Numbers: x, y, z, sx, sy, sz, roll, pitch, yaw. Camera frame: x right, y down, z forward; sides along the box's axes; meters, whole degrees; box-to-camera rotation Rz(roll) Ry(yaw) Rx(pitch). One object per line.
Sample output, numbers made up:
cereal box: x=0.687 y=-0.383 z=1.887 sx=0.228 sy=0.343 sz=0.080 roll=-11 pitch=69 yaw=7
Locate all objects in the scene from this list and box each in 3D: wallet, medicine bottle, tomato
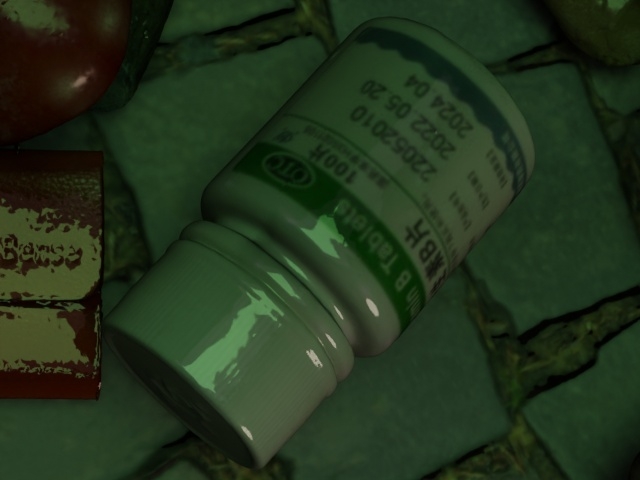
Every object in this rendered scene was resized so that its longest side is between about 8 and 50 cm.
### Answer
wallet: x=-0.219 y=0.016 z=0.723 sx=0.204 sy=0.045 sz=0.142 roll=2 pitch=77 yaw=-14
medicine bottle: x=0.000 y=0.000 z=0.734 sx=0.139 sy=0.139 sz=0.237 roll=43 pitch=70 yaw=-2
tomato: x=-0.183 y=-0.137 z=0.704 sx=0.174 sy=0.082 sz=0.166 roll=6 pitch=72 yaw=27

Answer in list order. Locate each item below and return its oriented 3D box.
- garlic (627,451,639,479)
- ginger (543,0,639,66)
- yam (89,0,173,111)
garlic: x=0.243 y=0.159 z=0.783 sx=0.147 sy=0.102 sz=0.159 roll=34 pitch=83 yaw=-19
ginger: x=0.100 y=-0.248 z=0.849 sx=0.333 sy=0.081 sz=0.148 roll=31 pitch=88 yaw=-5
yam: x=-0.114 y=-0.169 z=0.775 sx=0.078 sy=0.078 sz=0.179 roll=21 pitch=75 yaw=-9
